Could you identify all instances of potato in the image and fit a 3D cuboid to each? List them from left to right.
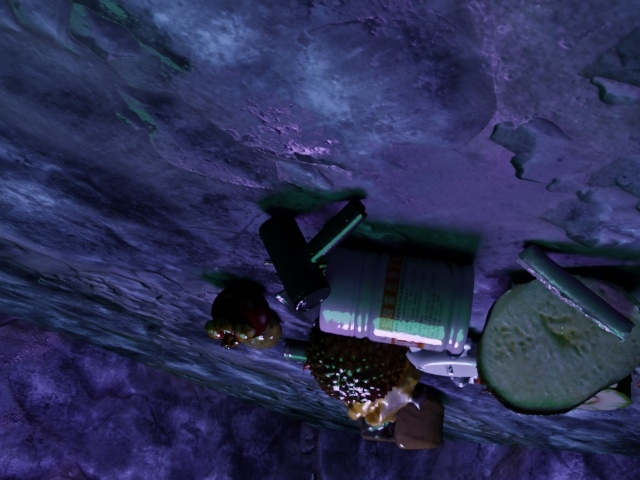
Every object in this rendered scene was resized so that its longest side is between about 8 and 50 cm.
[{"bbox_3d":[-0.200,0.299,2.005,0.150,0.113,0.251,3,164,2],"label":"potato"},{"bbox_3d":[0.552,0.219,1.415,0.397,0.290,0.296,-50,159,22],"label":"potato"}]

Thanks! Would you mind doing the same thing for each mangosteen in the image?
[{"bbox_3d":[-0.241,0.226,1.756,0.200,0.199,0.200,10,156,5],"label":"mangosteen"}]

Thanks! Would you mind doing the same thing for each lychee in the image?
[{"bbox_3d":[0.087,0.288,1.507,0.268,0.267,0.267,10,156,5],"label":"lychee"}]

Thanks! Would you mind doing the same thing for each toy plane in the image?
[{"bbox_3d":[0.386,0.343,1.813,0.267,0.122,0.266,13,140,11],"label":"toy plane"}]

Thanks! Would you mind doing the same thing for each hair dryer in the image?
[{"bbox_3d":[0.000,0.000,1.227,0.251,0.197,0.089,-40,157,30],"label":"hair dryer"}]

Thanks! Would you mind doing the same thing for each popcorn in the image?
[{"bbox_3d":[0.187,0.450,2.006,0.281,0.297,0.315,16,128,54],"label":"popcorn"}]

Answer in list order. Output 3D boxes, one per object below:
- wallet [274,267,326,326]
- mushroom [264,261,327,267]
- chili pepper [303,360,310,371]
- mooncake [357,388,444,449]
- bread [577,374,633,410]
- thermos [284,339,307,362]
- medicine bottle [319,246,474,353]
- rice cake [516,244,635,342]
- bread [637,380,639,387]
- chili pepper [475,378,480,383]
[{"bbox_3d":[0.055,0.201,1.644,0.247,0.041,0.323,-27,121,38],"label":"wallet"},{"bbox_3d":[-0.013,0.067,1.514,0.286,0.028,0.026,8,156,21],"label":"mushroom"},{"bbox_3d":[0.030,0.373,2.039,0.137,0.091,0.368,-15,152,-18],"label":"chili pepper"},{"bbox_3d":[0.325,0.747,2.568,0.394,0.246,0.393,-1,161,26],"label":"mooncake"},{"bbox_3d":[0.703,0.367,1.710,0.367,0.129,0.382,16,155,-2],"label":"bread"},{"bbox_3d":[-0.036,0.418,2.228,0.188,0.073,0.083,7,154,11],"label":"thermos"},{"bbox_3d":[0.168,0.130,1.348,0.316,0.202,0.202,7,155,9],"label":"medicine bottle"},{"bbox_3d":[0.507,0.104,1.204,0.270,0.055,0.049,40,-179,6],"label":"rice cake"},{"bbox_3d":[1.081,0.467,1.816,0.269,0.095,0.139,39,145,-21],"label":"bread"},{"bbox_3d":[0.601,0.464,2.061,0.169,0.064,0.088,8,172,-4],"label":"chili pepper"}]
